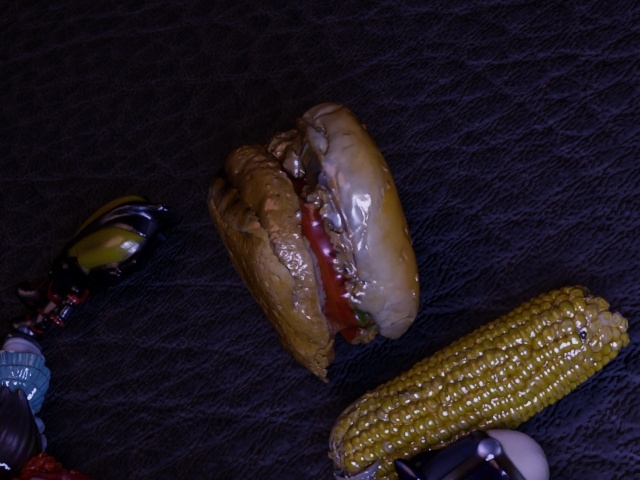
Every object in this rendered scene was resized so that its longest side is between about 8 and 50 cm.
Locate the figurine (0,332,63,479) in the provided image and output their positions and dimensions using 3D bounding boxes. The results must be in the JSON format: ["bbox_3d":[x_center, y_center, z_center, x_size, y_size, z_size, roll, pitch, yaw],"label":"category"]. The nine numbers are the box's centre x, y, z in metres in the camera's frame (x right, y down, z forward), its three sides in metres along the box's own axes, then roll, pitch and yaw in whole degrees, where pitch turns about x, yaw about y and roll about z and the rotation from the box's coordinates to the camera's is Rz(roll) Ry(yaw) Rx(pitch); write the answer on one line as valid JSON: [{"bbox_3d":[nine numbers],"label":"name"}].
[{"bbox_3d":[-0.346,0.201,1.688,0.138,0.110,0.245,-28,36,15],"label":"figurine"}]

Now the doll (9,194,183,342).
[{"bbox_3d":[-0.264,0.026,1.776,0.248,0.088,0.127,-32,60,26],"label":"doll"}]

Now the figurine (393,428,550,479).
[{"bbox_3d":[0.051,0.298,1.204,0.411,0.241,0.306,-30,51,3],"label":"figurine"}]

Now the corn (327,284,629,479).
[{"bbox_3d":[0.134,0.131,1.345,0.293,0.106,0.106,-35,41,12],"label":"corn"}]

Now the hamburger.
[{"bbox_3d":[0.000,0.000,1.481,0.163,0.244,0.244,-28,39,-11],"label":"hamburger"}]

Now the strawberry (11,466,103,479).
[{"bbox_3d":[-0.274,0.321,1.492,0.184,0.187,0.201,-22,-5,-35],"label":"strawberry"}]
